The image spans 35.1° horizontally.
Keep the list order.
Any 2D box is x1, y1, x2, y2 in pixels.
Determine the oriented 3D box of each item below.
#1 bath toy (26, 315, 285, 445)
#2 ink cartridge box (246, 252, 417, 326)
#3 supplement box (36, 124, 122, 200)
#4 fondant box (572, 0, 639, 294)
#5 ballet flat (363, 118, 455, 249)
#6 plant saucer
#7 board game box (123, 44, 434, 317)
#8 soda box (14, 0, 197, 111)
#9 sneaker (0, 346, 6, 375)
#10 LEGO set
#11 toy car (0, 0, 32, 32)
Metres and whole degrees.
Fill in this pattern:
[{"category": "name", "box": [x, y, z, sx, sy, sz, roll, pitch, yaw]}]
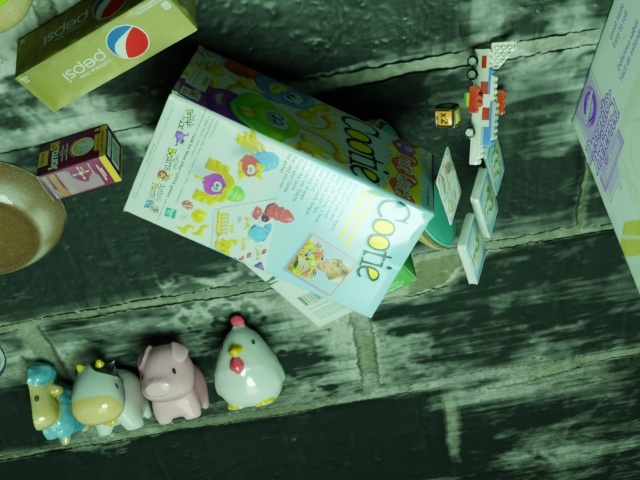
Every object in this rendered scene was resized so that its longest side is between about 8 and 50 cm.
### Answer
[{"category": "bath toy", "box": [-0.226, 0.194, 1.418, 0.348, 0.129, 0.151, -12, -176, 7]}, {"category": "ink cartridge box", "box": [0.000, 0.000, 1.249, 0.153, 0.087, 0.208, -26, 137, 19]}, {"category": "supplement box", "box": [-0.266, -0.086, 1.122, 0.083, 0.055, 0.043, -17, 138, 8]}, {"category": "fondant box", "box": [0.367, -0.093, 1.018, 0.096, 0.330, 0.238, -2, 140, -6]}, {"category": "ballet flat", "box": [0.090, -0.067, 1.215, 0.073, 0.080, 0.232, 1, 146, 34]}, {"category": "plant saucer", "box": [-0.402, -0.016, 1.196, 0.199, 0.036, 0.198, -6, 141, -5]}, {"category": "board game box", "box": [-0.037, -0.062, 1.044, 0.275, 0.142, 0.144, 25, 119, -8]}, {"category": "soda box", "box": [-0.211, -0.200, 0.991, 0.181, 0.061, 0.058, -26, 138, 19]}, {"category": "sneaker", "box": [-0.539, 0.137, 1.298, 0.153, 0.099, 0.282, -26, 144, 26]}, {"category": "LEGO set", "box": [0.180, -0.092, 1.103, 0.060, 0.182, 0.244, 4, 145, 25]}, {"category": "toy car", "box": [-0.313, -0.229, 0.885, 0.149, 0.155, 0.188, -6, 153, -4]}]
